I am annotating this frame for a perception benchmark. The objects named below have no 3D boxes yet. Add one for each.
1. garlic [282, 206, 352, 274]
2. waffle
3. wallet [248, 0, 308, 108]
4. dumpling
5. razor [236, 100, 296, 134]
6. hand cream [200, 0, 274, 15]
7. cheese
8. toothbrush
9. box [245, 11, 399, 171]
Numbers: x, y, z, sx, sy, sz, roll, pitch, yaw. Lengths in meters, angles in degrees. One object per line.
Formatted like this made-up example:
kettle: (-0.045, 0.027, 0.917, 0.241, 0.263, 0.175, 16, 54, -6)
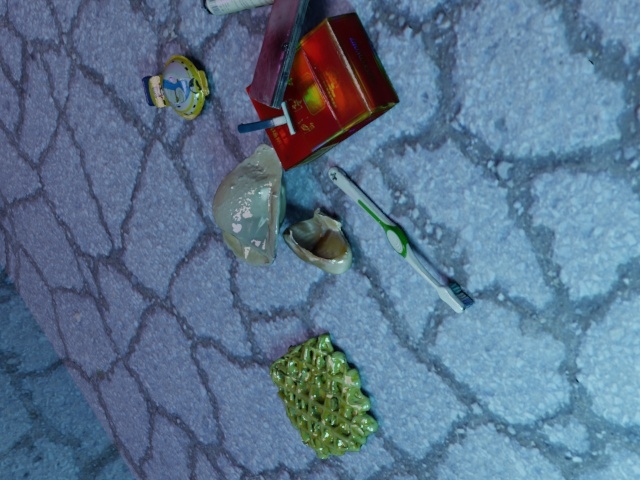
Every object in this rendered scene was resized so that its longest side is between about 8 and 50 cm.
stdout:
garlic: (-0.006, 0.011, 1.940, 0.174, 0.099, 0.124, 34, 147, 33)
waffle: (0.001, 0.377, 2.139, 0.297, 0.073, 0.317, 60, 142, 8)
wallet: (-0.081, -0.379, 1.751, 0.119, 0.025, 0.232, 33, 110, 56)
dumpling: (-0.144, -0.062, 1.970, 0.243, 0.175, 0.227, 76, 170, -53)
razor: (-0.123, -0.237, 1.849, 0.191, 0.037, 0.068, -2, 109, 52)
hand cream: (-0.146, -0.513, 1.860, 0.276, 0.059, 0.095, -1, 109, 44)
cheese: (-0.351, -0.363, 2.165, 0.250, 0.064, 0.157, 1, 109, 47)
toothbrush: (0.146, -0.008, 1.792, 0.418, 0.040, 0.042, 46, 140, 24)
box: (-0.005, -0.286, 1.784, 0.313, 0.089, 0.198, -28, 86, 51)
